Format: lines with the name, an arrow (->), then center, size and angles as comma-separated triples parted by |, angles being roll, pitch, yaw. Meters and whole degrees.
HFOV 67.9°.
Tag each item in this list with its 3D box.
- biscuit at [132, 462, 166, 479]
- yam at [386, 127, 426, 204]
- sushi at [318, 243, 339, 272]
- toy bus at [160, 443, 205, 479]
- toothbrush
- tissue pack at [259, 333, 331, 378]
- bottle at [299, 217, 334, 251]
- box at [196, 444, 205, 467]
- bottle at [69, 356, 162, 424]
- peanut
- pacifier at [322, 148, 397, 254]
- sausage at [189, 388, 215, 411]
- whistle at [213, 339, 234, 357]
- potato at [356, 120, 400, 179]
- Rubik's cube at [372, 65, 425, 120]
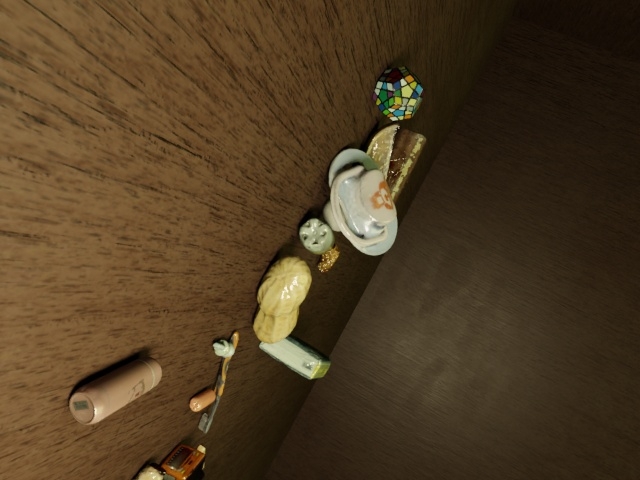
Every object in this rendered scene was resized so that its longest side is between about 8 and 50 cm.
biscuit -> -0.398, 0.551, 0.953 | 0.219, 0.055, 0.061 | -53, -172, -34
yam -> 0.252, -0.240, 1.626 | 0.279, 0.131, 0.131 | -64, 166, 4
sushi -> 0.027, 0.054, 1.507 | 0.060, 0.062, 0.117 | -88, -174, -55
toy bus -> -0.373, 0.672, 1.202 | 0.093, 0.092, 0.408 | -43, 157, -58
toothbrush -> -0.248, 0.352, 1.163 | 0.320, 0.031, 0.023 | -67, 166, 22
tissue pack -> -0.070, 0.353, 1.479 | 0.081, 0.185, 0.257 | -58, 166, -9
bottle -> 0.000, 0.000, 1.261 | 0.083, 0.083, 0.269 | -61, 169, -4
box -> -0.359, 0.644, 1.351 | 0.073, 0.020, 0.149 | -49, 162, -43
bottle -> -0.292, 0.213, 0.690 | 0.053, 0.053, 0.140 | -65, 166, 14
peanut -> -0.099, 0.154, 1.146 | 0.125, 0.111, 0.274 | -39, 154, -47
pacifier -> 0.075, -0.087, 1.220 | 0.228, 0.278, 0.207 | -23, -175, -39
sausage -> -0.273, 0.369, 1.101 | 0.034, 0.034, 0.083 | -64, 165, 7
whistle -> -0.215, 0.240, 1.054 | 0.035, 0.035, 0.100 | -58, 164, -14
potato -> 0.144, -0.228, 1.386 | 0.120, 0.100, 0.260 | -123, -143, -62
Rubik's cube -> 0.197, -0.368, 1.192 | 0.133, 0.133, 0.111 | 73, 18, -71
